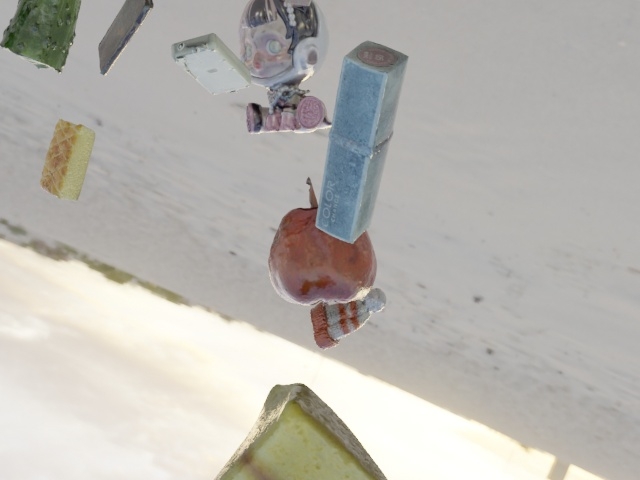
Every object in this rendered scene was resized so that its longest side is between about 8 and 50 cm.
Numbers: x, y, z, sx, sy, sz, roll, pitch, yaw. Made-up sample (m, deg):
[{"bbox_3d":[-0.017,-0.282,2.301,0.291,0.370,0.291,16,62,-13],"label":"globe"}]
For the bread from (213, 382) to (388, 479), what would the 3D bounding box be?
[{"bbox_3d":[-0.029,0.368,1.378,0.245,0.233,0.361,41,-178,2],"label":"bread"}]

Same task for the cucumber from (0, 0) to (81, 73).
[{"bbox_3d":[-0.532,-0.458,1.737,0.134,0.244,0.134,24,-176,-2],"label":"cucumber"}]

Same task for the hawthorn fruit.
[{"bbox_3d":[0.000,0.000,1.672,0.207,0.243,0.207,-7,-179,0],"label":"hawthorn fruit"}]

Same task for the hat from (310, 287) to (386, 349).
[{"bbox_3d":[0.063,0.153,1.817,0.112,0.162,0.094,-75,-36,-74],"label":"hat"}]

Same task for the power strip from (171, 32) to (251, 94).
[{"bbox_3d":[-0.184,-0.298,1.514,0.081,0.035,0.192,-10,166,14],"label":"power strip"}]

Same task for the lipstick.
[{"bbox_3d":[0.053,-0.129,1.238,0.077,0.290,0.076,25,-140,18],"label":"lipstick"}]

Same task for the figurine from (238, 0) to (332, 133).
[{"bbox_3d":[-0.089,-0.435,2.177,0.253,0.361,0.211,-2,-166,28],"label":"figurine"}]

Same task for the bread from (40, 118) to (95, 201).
[{"bbox_3d":[-0.628,-0.200,2.193,0.068,0.188,0.125,13,-175,-43],"label":"bread"}]

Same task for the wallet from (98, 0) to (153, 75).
[{"bbox_3d":[-0.468,-0.511,2.122,0.031,0.232,0.122,18,-140,-35],"label":"wallet"}]
